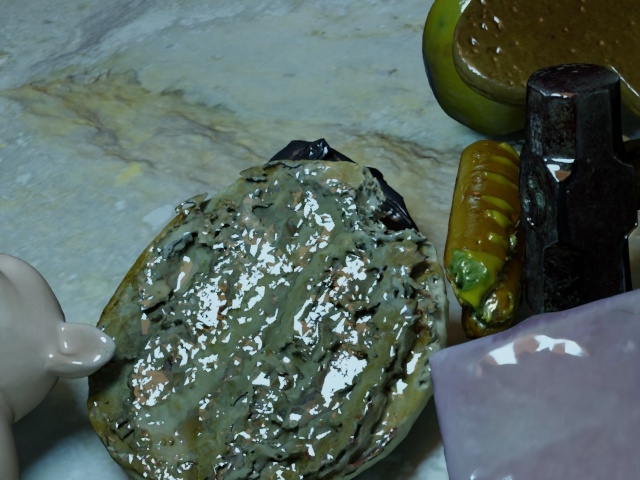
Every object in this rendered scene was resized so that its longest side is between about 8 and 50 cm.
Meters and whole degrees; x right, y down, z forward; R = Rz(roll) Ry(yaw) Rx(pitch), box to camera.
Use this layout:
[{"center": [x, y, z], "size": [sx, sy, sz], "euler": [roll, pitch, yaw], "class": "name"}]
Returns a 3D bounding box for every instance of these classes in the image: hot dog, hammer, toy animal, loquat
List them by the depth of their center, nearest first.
[{"center": [0.374, -0.082, 1.823], "size": [0.409, 0.242, 0.095], "euler": [-17, 23, -22], "class": "hammer"}, {"center": [-0.362, 0.154, 1.840], "size": [0.269, 0.326, 0.237], "euler": [-2, -13, -34], "class": "toy animal"}, {"center": [0.168, -0.001, 1.860], "size": [0.072, 0.115, 0.269], "euler": [-6, 36, 14], "class": "hot dog"}, {"center": [0.182, -0.205, 2.055], "size": [0.152, 0.195, 0.152], "euler": [-4, 31, 3], "class": "loquat"}]

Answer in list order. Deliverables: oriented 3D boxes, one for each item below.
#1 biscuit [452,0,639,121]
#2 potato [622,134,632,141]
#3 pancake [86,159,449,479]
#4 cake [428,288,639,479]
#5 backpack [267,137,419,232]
[{"center": [0.331, -0.227, 1.984], "size": [0.432, 0.064, 0.283], "euler": [-18, 59, -19], "class": "biscuit"}, {"center": [0.290, -0.087, 1.957], "size": [0.068, 0.062, 0.083], "euler": [-16, 50, -44], "class": "potato"}, {"center": [-0.047, 0.090, 1.816], "size": [0.382, 0.071, 0.382], "euler": [-12, 60, 21], "class": "pancake"}, {"center": [0.223, 0.222, 1.452], "size": [0.230, 0.237, 0.309], "euler": [-17, 38, 8], "class": "cake"}, {"center": [0.000, 0.000, 1.955], "size": [0.206, 0.133, 0.258], "euler": [-40, 47, -18], "class": "backpack"}]
